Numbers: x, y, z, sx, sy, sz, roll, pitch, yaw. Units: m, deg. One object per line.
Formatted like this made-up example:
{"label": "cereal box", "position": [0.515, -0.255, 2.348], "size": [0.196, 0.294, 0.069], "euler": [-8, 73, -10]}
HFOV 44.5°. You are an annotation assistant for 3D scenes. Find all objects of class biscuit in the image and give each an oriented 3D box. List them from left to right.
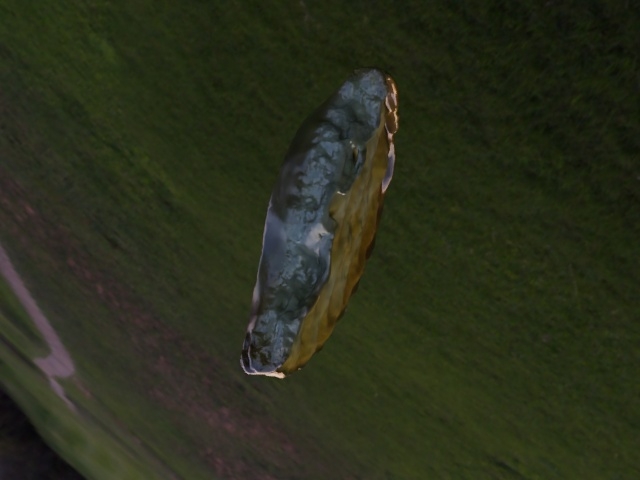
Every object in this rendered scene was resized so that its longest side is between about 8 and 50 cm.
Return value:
{"label": "biscuit", "position": [0.000, 0.000, 0.841], "size": [0.078, 0.335, 0.329], "euler": [18, 136, 16]}
